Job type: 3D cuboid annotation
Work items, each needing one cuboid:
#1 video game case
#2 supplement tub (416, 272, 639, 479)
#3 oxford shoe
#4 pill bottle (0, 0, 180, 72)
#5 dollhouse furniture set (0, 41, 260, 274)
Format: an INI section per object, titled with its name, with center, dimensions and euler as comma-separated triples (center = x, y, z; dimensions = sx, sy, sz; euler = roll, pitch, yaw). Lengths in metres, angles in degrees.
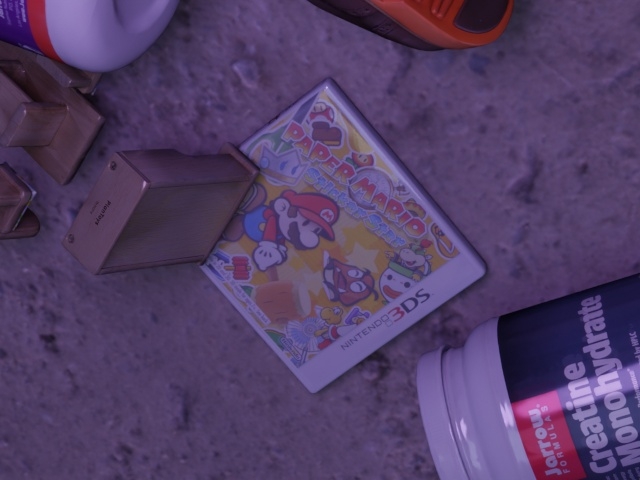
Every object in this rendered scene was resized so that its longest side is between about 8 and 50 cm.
[video game case]
center = 0.000, 0.000, 1.725
dimensions = 0.206, 0.026, 0.227
euler = -36, 103, 19
[supplement tub]
center = 0.238, 0.138, 1.661
dimensions = 0.272, 0.191, 0.191
euler = -19, 109, 14
[oxford shoe]
center = -0.019, -0.249, 1.497
dimensions = 0.363, 0.130, 0.132
euler = 34, 157, -29
[pill bottle]
center = -0.271, -0.260, 1.514
dimensions = 0.323, 0.181, 0.182
euler = 21, 115, 20
[dollhouse furniture set]
center = -0.201, -0.088, 1.666
dimensions = 0.242, 0.161, 0.212
euler = 43, 114, 23
